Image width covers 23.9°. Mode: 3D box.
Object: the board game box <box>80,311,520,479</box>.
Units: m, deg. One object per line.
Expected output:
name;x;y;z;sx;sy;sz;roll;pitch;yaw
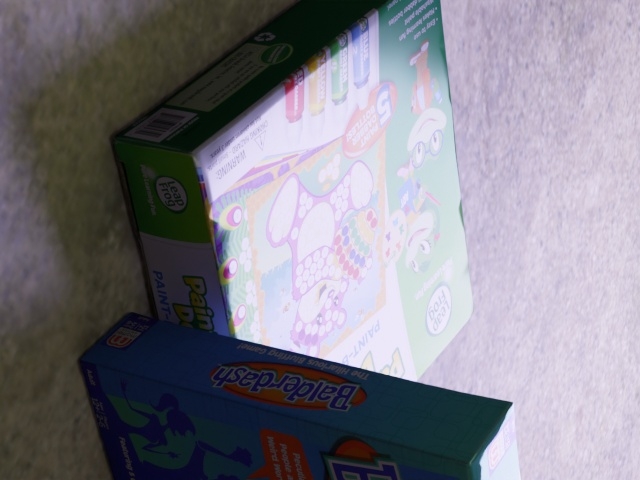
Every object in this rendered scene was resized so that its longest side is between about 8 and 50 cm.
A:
board game box;-0.005;0.128;0.719;0.047;0.210;0.160;-46;135;-44

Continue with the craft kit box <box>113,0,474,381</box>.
craft kit box;0.000;0.000;0.845;0.250;0.061;0.247;-45;138;-44
